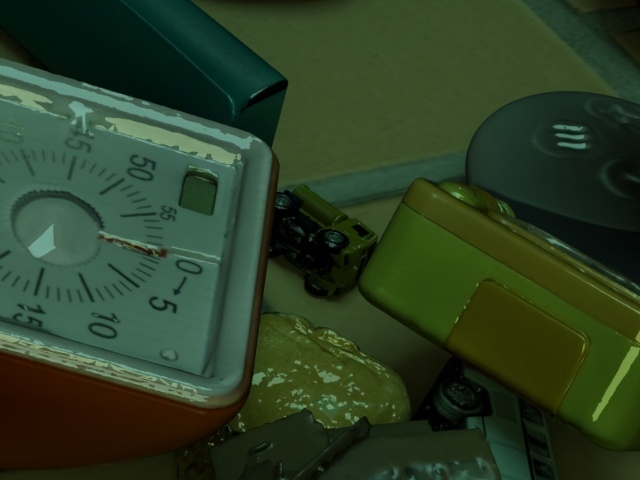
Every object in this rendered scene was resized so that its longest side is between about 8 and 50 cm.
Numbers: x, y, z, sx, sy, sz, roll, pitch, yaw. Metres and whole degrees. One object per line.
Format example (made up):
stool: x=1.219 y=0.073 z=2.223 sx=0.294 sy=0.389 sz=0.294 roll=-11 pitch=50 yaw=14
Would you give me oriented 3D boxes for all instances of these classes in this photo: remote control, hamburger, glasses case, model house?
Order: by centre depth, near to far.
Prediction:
model house: x=-0.042 y=0.177 z=0.903 sx=0.248 sy=0.181 sz=0.176 roll=-2 pitch=47 yaw=-20
hamburger: x=-0.021 y=0.113 z=1.074 sx=0.138 sy=0.083 sz=0.147 roll=33 pitch=43 yaw=13
remote control: x=0.218 y=-0.001 z=1.281 sx=0.221 sy=0.103 sz=0.332 roll=8 pitch=41 yaw=-7
glasses case: x=-0.155 y=-0.150 z=1.313 sx=0.070 sy=0.117 sz=0.301 roll=-23 pitch=52 yaw=-39

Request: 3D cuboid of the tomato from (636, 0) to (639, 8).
tomato: x=0.421 y=-0.319 z=1.573 sx=0.322 sy=0.321 sz=0.321 roll=10 pitch=39 yaw=-8

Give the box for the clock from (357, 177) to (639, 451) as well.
clock: x=0.137 y=0.045 z=1.088 sx=0.202 sy=0.096 sz=0.143 roll=33 pitch=5 yaw=23

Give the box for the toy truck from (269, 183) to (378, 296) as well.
toy truck: x=0.000 y=0.000 z=1.243 sx=0.083 sy=0.049 sz=0.054 roll=37 pitch=41 yaw=25

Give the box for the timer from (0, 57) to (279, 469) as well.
timer: x=-0.157 y=0.014 z=1.052 sx=0.250 sy=0.161 sz=0.257 roll=5 pitch=39 yaw=1

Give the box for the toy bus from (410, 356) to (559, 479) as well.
toy bus: x=0.103 y=0.167 z=1.054 sx=0.089 sy=0.087 sz=0.194 roll=16 pitch=36 yaw=-17
